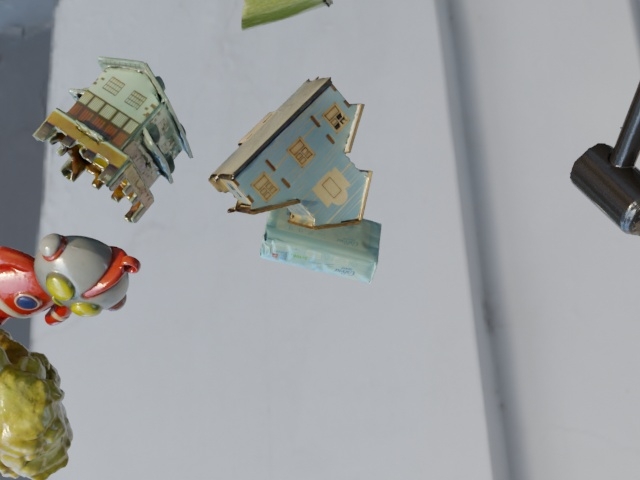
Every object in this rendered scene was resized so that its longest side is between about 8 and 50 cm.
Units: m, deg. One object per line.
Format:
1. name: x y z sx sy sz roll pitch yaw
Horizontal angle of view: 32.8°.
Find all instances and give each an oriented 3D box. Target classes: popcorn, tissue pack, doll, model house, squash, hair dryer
1. popcorn: -0.497 0.256 1.688 0.192 0.233 0.266 -32 128 -8
2. tissue pack: 0.000 0.000 2.446 0.263 0.177 0.089 15 124 -4
3. doll: -0.402 0.064 1.626 0.336 0.105 0.200 -11 137 28
4. model house: -0.022 -0.108 1.771 0.206 0.271 0.178 47 166 -17
5. model house: -0.350 -0.182 1.928 0.198 0.215 0.224 35 166 18
6. squash: -0.069 -0.412 1.500 0.133 0.220 0.220 -12 155 5
7. hair dryer: 0.385 -0.128 1.277 0.071 0.114 0.248 -11 135 -28
